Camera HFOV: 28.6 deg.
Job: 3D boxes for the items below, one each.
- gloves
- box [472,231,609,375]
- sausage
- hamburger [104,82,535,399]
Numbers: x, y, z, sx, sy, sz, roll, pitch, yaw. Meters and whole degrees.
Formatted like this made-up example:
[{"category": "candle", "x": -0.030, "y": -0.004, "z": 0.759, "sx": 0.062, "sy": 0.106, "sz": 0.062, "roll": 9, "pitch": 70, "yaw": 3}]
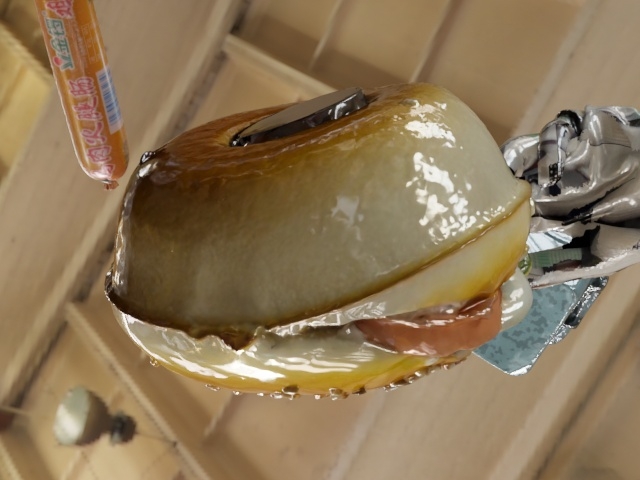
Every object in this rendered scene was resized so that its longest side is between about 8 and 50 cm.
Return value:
[{"category": "gloves", "x": 0.180, "y": -0.035, "z": 0.960, "sx": 0.111, "sy": 0.212, "sz": 0.128, "roll": -87, "pitch": 173, "yaw": -46}, {"category": "box", "x": 0.169, "y": 0.020, "z": 1.269, "sx": 0.130, "sy": 0.227, "sz": 0.162, "roll": -51, "pitch": 170, "yaw": -52}, {"category": "sausage", "x": -0.231, "y": -0.199, "z": 1.157, "sx": 0.053, "sy": 0.053, "sz": 0.348, "roll": 39, "pitch": -35, "yaw": 54}, {"category": "hamburger", "x": -0.003, "y": 0.002, "z": 0.657, "sx": 0.237, "sy": 0.236, "sz": 0.147, "roll": 7, "pitch": -66, "yaw": 54}]
